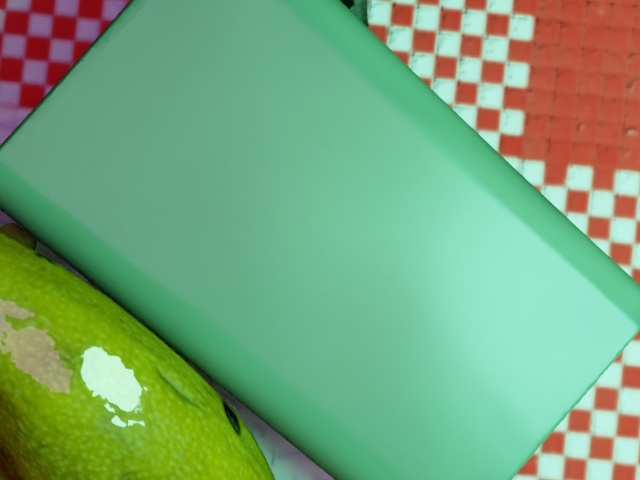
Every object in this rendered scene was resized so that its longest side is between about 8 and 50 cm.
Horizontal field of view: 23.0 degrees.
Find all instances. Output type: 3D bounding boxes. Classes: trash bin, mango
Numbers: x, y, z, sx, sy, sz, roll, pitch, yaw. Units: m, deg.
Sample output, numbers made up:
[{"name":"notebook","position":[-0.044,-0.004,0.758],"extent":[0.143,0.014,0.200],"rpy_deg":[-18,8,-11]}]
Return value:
[{"name":"trash bin","position":[0.000,0.000,0.938],"extent":[0.343,0.158,0.223],"rpy_deg":[42,88,2]},{"name":"mango","position":[-0.132,0.108,0.889],"extent":[0.295,0.177,0.120],"rpy_deg":[46,65,-39]}]

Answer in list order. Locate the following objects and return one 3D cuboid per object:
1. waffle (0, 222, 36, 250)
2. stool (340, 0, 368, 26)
[{"name":"waffle","position":[-0.342,0.071,0.945],"extent":[0.261,0.151,0.324],"rpy_deg":[20,84,6]},{"name":"stool","position":[0.074,-0.273,0.897],"extent":[0.244,0.269,0.170],"rpy_deg":[-33,86,-1]}]
